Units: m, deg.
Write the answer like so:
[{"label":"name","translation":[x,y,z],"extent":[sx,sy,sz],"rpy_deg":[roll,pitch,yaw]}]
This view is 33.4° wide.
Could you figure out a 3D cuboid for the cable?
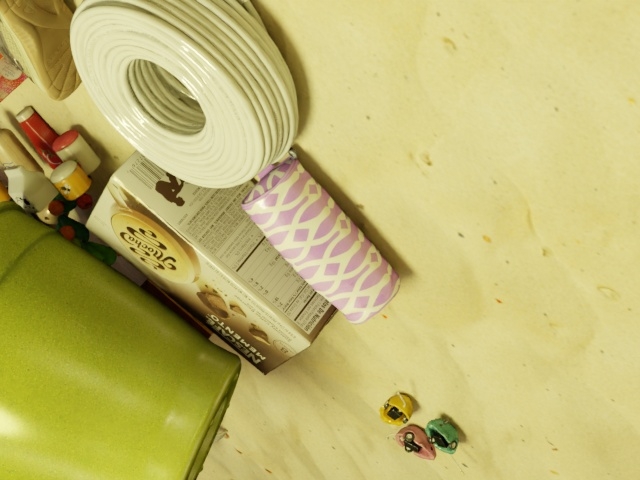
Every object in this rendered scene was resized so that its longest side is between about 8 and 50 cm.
[{"label":"cable","translation":[-0.139,-0.163,1.097],"extent":[0.257,0.089,0.257],"rpy_deg":[-4,130,49]}]

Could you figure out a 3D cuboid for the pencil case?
[{"label":"pencil case","translation":[0.000,0.000,1.183],"extent":[0.206,0.086,0.088],"rpy_deg":[50,-178,-16]}]

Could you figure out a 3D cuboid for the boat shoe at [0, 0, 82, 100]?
[{"label":"boat shoe","translation":[-0.334,-0.268,1.153],"extent":[0.092,0.103,0.285],"rpy_deg":[20,152,20]}]

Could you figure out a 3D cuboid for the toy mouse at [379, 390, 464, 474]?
[{"label":"toy mouse","translation":[0.143,0.260,1.435],"extent":[0.143,0.031,0.161],"rpy_deg":[36,150,3]}]

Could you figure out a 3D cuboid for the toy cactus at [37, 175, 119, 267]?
[{"label":"toy cactus","translation":[-0.354,-0.030,1.526],"extent":[0.180,0.112,0.219],"rpy_deg":[44,158,28]}]

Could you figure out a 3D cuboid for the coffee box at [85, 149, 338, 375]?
[{"label":"coffee box","translation":[-0.120,0.012,1.287],"extent":[0.297,0.119,0.168],"rpy_deg":[41,151,-6]}]

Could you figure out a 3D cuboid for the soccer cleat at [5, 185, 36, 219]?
[{"label":"soccer cleat","translation":[-0.467,0.069,1.612],"extent":[0.116,0.108,0.318],"rpy_deg":[0,114,29]}]

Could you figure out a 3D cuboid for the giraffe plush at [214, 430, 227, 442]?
[{"label":"giraffe plush","translation":[-0.276,0.298,1.842],"extent":[0.170,0.181,0.210],"rpy_deg":[37,-174,21]}]

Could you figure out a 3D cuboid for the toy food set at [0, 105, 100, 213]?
[{"label":"toy food set","translation":[-0.389,-0.111,1.412],"extent":[0.232,0.111,0.104],"rpy_deg":[-1,133,47]}]

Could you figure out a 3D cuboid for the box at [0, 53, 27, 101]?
[{"label":"box","translation":[-0.507,-0.201,1.403],"extent":[0.257,0.122,0.128],"rpy_deg":[-11,123,53]}]

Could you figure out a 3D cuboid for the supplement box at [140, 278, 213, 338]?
[{"label":"supplement box","translation":[-0.288,0.182,1.624],"extent":[0.129,0.194,0.191],"rpy_deg":[42,150,-6]}]

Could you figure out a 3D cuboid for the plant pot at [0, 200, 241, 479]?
[{"label":"plant pot","translation":[-0.301,0.189,1.325],"extent":[0.353,0.366,0.366],"rpy_deg":[24,149,2]}]
